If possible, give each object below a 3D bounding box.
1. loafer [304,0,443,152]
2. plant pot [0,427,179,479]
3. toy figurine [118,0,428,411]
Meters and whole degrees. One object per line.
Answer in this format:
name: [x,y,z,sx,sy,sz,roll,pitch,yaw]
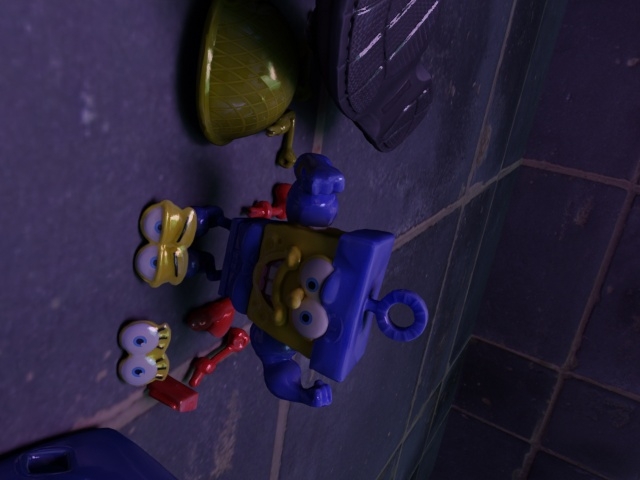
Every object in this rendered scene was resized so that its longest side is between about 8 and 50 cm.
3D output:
loafer: [0.033,-0.159,0.414,0.109,0.095,0.302,-46,166,2]
plant pot: [-0.174,0.271,0.266,0.212,0.235,0.236,19,91,-57]
toy figurine: [0.000,0.000,0.418,0.191,0.217,0.363,-5,113,-62]
